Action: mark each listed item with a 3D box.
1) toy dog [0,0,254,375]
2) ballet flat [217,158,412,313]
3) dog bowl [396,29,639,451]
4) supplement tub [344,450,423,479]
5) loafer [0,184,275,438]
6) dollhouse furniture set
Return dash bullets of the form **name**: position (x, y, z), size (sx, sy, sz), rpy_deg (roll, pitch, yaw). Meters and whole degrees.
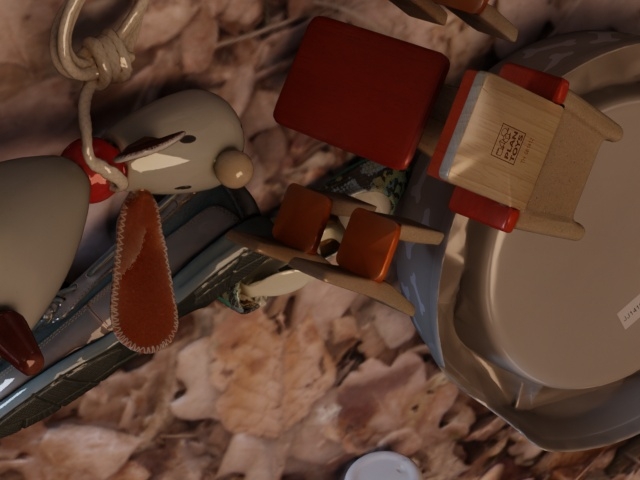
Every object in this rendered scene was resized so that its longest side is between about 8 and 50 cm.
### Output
- **toy dog**: position (-0.152, -0.005, 1.217), size (0.334, 0.161, 0.220), rpy_deg (-44, 147, -24)
- **ballet flat**: position (0.000, 0.000, 1.461), size (0.188, 0.070, 0.070), rpy_deg (-31, 136, -8)
- **dog bowl**: position (0.214, -0.008, 1.523), size (0.349, 0.102, 0.348), rpy_deg (-13, 119, -25)
- **supplement tub**: position (0.059, 0.244, 1.696), size (0.071, 0.071, 0.107), rpy_deg (-23, 133, -16)
- **loafer**: position (-0.157, 0.044, 1.401), size (0.267, 0.084, 0.096), rpy_deg (-35, 168, 1)
- **dollhouse furniture set**: position (0.058, -0.087, 1.261), size (0.135, 0.259, 0.262), rpy_deg (19, 93, -41)
